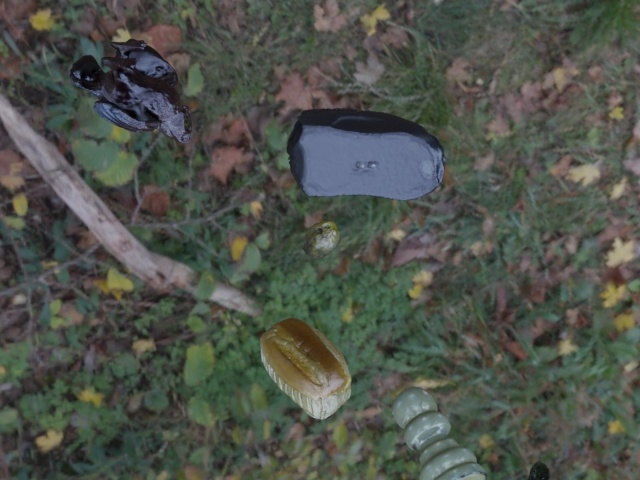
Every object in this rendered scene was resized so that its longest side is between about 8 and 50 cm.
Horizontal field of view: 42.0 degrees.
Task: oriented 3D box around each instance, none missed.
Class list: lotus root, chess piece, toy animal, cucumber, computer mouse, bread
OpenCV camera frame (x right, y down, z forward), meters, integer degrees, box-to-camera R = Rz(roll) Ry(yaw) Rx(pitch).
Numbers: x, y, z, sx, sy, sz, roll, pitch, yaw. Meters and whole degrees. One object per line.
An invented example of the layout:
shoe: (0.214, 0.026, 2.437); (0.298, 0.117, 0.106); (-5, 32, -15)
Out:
lotus root: (0.000, 0.000, 1.337); (0.049, 0.054, 0.099); (11, 157, -19)
chess piece: (0.233, 0.414, 1.735); (0.133, 0.243, 0.133); (-17, 142, -14)
toy animal: (-0.279, -0.217, 1.271); (0.116, 0.219, 0.179); (-21, 127, 16)
cucumber: (0.456, 0.580, 1.775); (0.067, 0.293, 0.068); (13, 126, 18)
computer mouse: (0.061, -0.115, 1.127); (0.217, 0.073, 0.122); (5, 116, 9)
bread: (-0.032, 0.263, 1.783); (0.140, 0.236, 0.106); (-27, 137, -26)
